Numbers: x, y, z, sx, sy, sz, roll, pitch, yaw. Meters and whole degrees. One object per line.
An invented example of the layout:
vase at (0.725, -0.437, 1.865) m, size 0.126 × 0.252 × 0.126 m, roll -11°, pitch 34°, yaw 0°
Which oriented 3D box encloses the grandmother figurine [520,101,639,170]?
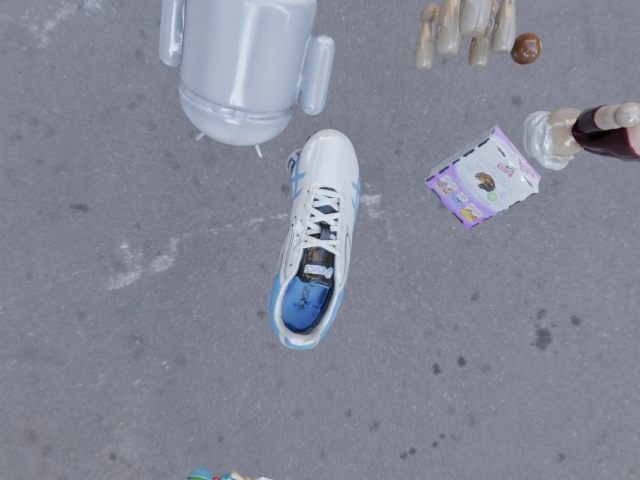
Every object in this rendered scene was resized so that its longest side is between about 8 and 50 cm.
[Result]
grandmother figurine at (0.416, -0.138, 0.595) m, size 0.207 × 0.342 × 0.104 m, roll 25°, pitch 86°, yaw -33°

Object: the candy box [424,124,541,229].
candy box at (0.372, -0.141, 1.085) m, size 0.165 × 0.196 × 0.070 m, roll 46°, pitch 47°, yaw -9°

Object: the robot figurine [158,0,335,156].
robot figurine at (-0.124, -0.308, 0.770) m, size 0.299 × 0.200 × 0.354 m, roll 22°, pitch 125°, yaw 5°

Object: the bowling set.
bowling set at (0.300, -0.404, 0.846) m, size 0.199 × 0.287 × 0.154 m, roll 6°, pitch 96°, yaw -12°

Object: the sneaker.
sneaker at (0.000, 0.000, 0.497) m, size 0.085 × 0.086 × 0.238 m, roll 9°, pitch 93°, yaw -16°

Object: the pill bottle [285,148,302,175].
pill bottle at (-0.017, -0.133, 0.961) m, size 0.067 × 0.067 × 0.120 m, roll -39°, pitch 50°, yaw 0°

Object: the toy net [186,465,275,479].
toy net at (-0.224, 0.626, 1.196) m, size 0.231 × 0.122 × 0.045 m, roll 12°, pitch 47°, yaw -3°
